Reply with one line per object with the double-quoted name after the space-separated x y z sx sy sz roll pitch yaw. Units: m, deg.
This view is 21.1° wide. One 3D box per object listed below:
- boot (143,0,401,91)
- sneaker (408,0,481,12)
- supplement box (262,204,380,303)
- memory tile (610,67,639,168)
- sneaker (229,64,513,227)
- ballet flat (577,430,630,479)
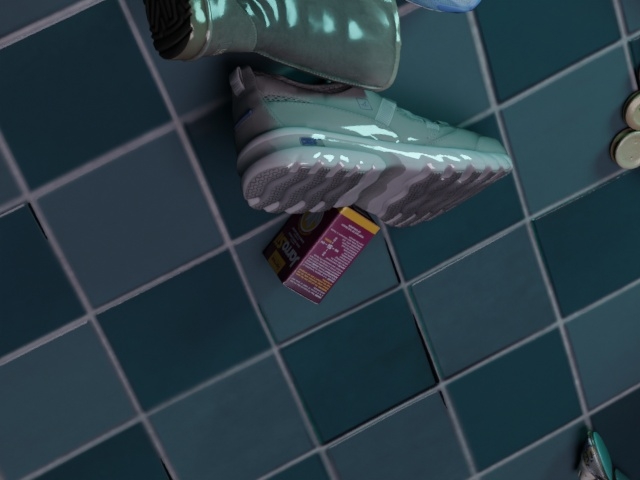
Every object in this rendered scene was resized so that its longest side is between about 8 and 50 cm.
-0.036 -0.201 1.233 0.208 0.076 0.190 -4 84 -39 "boot"
0.068 -0.215 1.284 0.162 0.073 0.063 34 101 -37 "sneaker"
0.000 0.000 1.397 0.043 0.055 0.083 31 102 -34 "supplement box"
0.318 -0.127 1.495 0.113 0.012 0.148 4 118 -27 "memory tile"
0.046 -0.085 1.338 0.105 0.115 0.281 -33 155 36 "sneaker"
0.274 0.230 1.680 0.041 0.041 0.114 -38 127 1 "ballet flat"
